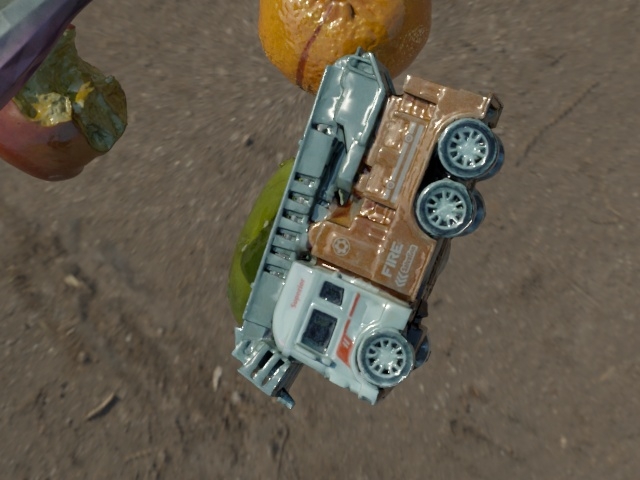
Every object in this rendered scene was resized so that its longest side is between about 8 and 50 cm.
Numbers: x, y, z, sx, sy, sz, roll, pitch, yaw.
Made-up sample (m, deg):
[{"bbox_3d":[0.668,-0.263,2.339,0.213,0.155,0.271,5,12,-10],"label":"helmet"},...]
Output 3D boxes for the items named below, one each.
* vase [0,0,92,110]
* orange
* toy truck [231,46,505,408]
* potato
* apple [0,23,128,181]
[{"bbox_3d":[-0.254,-0.183,1.077,0.214,0.086,0.086,-40,96,3],"label":"vase"},{"bbox_3d":[0.025,-0.246,1.348,0.193,0.161,0.193,0,90,19],"label":"orange"},{"bbox_3d":[0.041,0.002,1.183,0.184,0.133,0.338,22,95,11],"label":"toy truck"},{"bbox_3d":[0.000,0.000,1.385,0.148,0.186,0.253,27,107,-39],"label":"potato"},{"bbox_3d":[-0.296,-0.144,1.364,0.147,0.156,0.158,-20,109,16],"label":"apple"}]
